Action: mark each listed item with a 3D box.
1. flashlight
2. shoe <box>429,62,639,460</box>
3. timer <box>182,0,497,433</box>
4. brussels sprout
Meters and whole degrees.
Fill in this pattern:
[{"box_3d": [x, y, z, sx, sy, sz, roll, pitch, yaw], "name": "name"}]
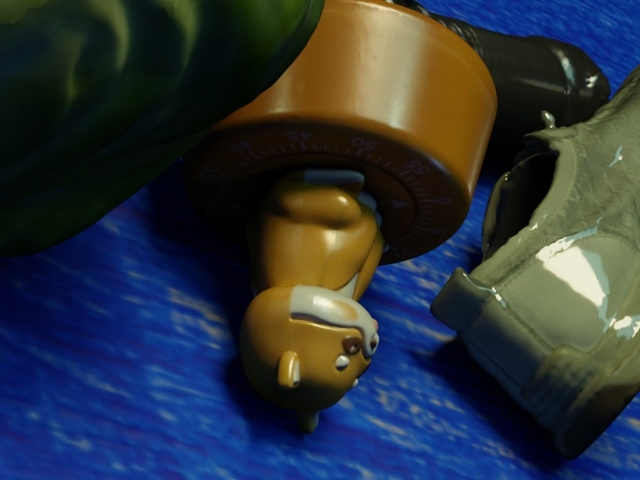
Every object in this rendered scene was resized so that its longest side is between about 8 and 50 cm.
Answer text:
[{"box_3d": [0.057, -0.080, 0.983, 0.232, 0.093, 0.093, 5, 45, -53], "name": "flashlight"}, {"box_3d": [0.128, -0.015, 0.941, 0.098, 0.103, 0.275, 34, 35, -4], "name": "shoe"}, {"box_3d": [0.000, 0.000, 0.788, 0.132, 0.132, 0.152, 24, 56, -28], "name": "timer"}, {"box_3d": [-0.113, -0.102, 0.667, 0.244, 0.244, 0.244, 30, 30, -20], "name": "brussels sprout"}]
